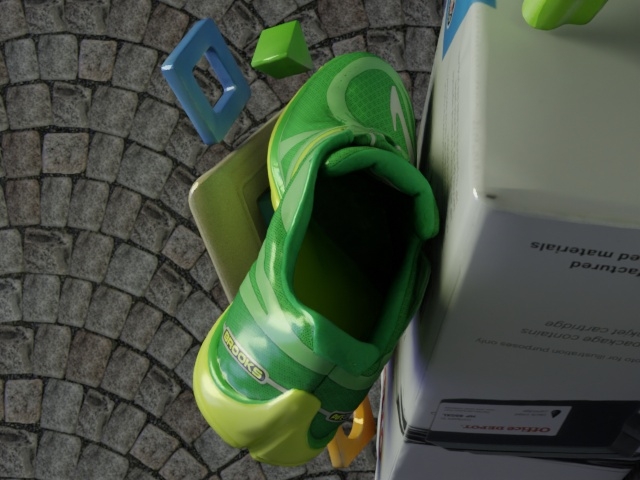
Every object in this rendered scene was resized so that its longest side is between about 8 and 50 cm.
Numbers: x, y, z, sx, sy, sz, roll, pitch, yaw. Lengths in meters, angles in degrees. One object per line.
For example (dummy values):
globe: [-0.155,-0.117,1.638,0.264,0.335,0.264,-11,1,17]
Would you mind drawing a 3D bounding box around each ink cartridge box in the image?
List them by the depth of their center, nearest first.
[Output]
ink cartridge box: [0.145,0.002,0.590,0.395,0.166,0.286,96,-178,-53]

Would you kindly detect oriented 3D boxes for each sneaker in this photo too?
sneaker: [0.024,-0.015,0.473,0.123,0.109,0.296,-43,23,41]

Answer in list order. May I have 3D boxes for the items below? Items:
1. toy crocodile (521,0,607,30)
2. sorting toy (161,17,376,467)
toy crocodile: [0.179,-0.260,0.408,0.341,0.105,0.115,-63,-3,-3]
sorting toy: [0.000,0.000,0.614,0.196,0.047,0.348,-49,-55,-53]
